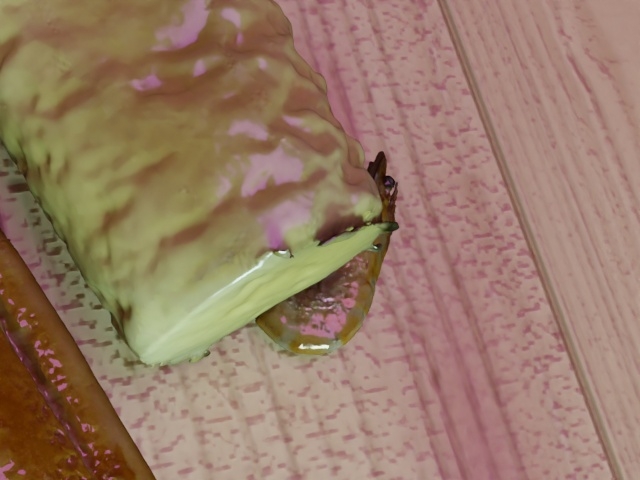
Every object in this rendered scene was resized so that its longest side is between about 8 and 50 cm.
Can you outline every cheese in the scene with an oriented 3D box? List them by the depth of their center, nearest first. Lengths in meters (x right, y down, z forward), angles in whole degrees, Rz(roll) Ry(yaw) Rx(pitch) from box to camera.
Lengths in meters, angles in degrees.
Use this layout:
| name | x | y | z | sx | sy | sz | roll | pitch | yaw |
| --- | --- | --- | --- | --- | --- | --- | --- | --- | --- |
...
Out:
| name | x | y | z | sx | sy | sz | roll | pitch | yaw |
| --- | --- | --- | --- | --- | --- | --- | --- | --- | --- |
| cheese | -0.060 | -0.047 | 0.572 | 0.123 | 0.094 | 0.167 | -33 | 80 | 9 |

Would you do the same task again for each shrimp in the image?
| name | x | y | z | sx | sy | sz | roll | pitch | yaw |
| --- | --- | --- | --- | --- | --- | --- | --- | --- | --- |
| shrimp | 0.000 | 0.000 | 0.634 | 0.059 | 0.023 | 0.108 | 21 | 57 | -6 |

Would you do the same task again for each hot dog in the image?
| name | x | y | z | sx | sy | sz | roll | pitch | yaw |
| --- | --- | --- | --- | --- | --- | --- | --- | --- | --- |
| hot dog | -0.133 | 0.031 | 0.528 | 0.088 | 0.061 | 0.286 | -18 | 73 | -35 |
